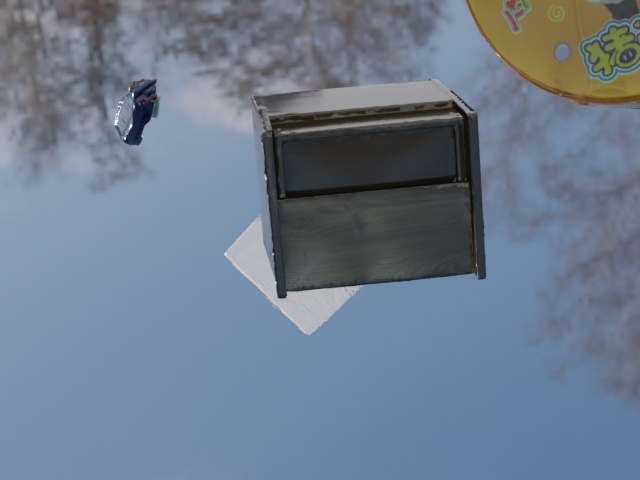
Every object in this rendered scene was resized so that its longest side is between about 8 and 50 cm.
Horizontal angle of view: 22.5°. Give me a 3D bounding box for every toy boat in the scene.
[{"bbox_3d":[-0.162,-0.118,1.455,0.038,0.083,0.038,11,-128,-15],"label":"toy boat"}]

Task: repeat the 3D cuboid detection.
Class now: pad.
[{"bbox_3d":[0.000,0.000,1.981,0.232,0.156,0.004,-44,-178,29],"label":"pad"}]

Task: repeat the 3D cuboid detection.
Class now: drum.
[{"bbox_3d":[0.402,-0.378,2.140,0.431,0.431,0.214,-1,-178,20],"label":"drum"}]

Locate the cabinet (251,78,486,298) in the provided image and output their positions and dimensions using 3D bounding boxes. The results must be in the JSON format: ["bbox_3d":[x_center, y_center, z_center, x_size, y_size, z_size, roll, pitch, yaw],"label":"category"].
[{"bbox_3d":[0.036,-0.046,1.378,0.175,0.148,0.215,-6,-167,-4],"label":"cabinet"}]
